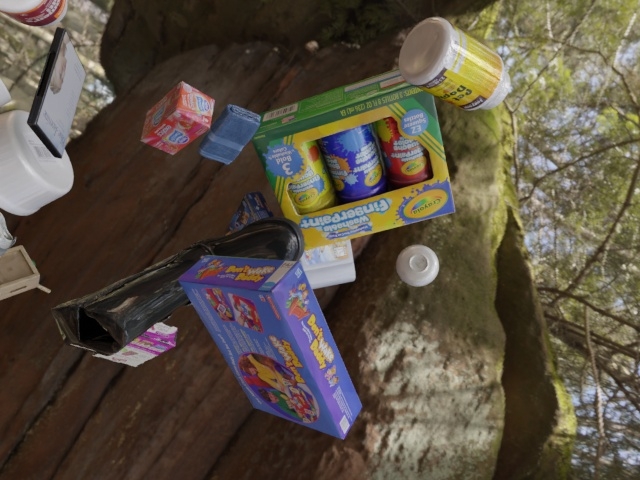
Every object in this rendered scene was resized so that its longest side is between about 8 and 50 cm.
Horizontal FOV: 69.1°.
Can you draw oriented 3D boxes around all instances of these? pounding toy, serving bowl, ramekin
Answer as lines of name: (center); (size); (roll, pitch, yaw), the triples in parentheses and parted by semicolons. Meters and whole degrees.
pounding toy: (-0.867, 0.101, 1.327); (0.130, 0.141, 0.100); (53, -46, 11)
serving bowl: (0.189, 0.046, 0.903); (0.027, 0.083, 0.083); (68, 42, -75)
ramekin: (-0.818, -0.220, 1.281); (0.135, 0.277, 0.277); (-22, -140, 3)

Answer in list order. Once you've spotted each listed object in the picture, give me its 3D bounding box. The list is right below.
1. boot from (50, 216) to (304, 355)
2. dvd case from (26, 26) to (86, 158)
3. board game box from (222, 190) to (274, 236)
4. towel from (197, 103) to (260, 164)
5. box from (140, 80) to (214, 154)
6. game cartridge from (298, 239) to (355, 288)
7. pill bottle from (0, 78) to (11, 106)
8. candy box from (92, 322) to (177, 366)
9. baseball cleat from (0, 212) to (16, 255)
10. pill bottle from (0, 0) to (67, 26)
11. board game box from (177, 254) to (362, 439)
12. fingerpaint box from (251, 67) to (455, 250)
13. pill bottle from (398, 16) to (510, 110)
boot: (-0.286, 0.087, 1.022); (0.367, 0.445, 0.146); (-16, -83, 31)
dvd case: (-0.624, -0.346, 1.111); (0.180, 0.022, 0.253); (131, -33, -71)
board game box: (-0.201, -0.010, 1.348); (0.194, 0.060, 0.194); (-36, -101, 42)
towel: (-0.154, -0.176, 0.777); (0.119, 0.067, 0.029); (-38, -132, 42)
box: (-0.487, -0.407, 1.577); (0.256, 0.128, 0.123); (-18, -120, 42)
game cartridge: (0.000, 0.000, 1.483); (0.062, 0.198, 0.297); (-11, -91, 58)
pill bottle: (-0.761, -0.233, 0.795); (0.361, 0.204, 0.204); (-41, -157, -24)
candy box: (-0.599, 0.326, 1.502); (0.233, 0.159, 0.071); (-30, -133, 29)
baseball cleat: (-0.600, -0.039, 0.746); (0.109, 0.206, 0.072); (-43, -130, 2)
pill bottle: (-0.523, -0.449, 0.820); (0.121, 0.121, 0.221); (-60, -158, 5)
board game box: (-0.086, 0.192, 0.852); (0.233, 0.347, 0.078); (2, -144, 37)
fingerpaint box: (0.093, -0.202, 1.224); (0.444, 0.371, 0.163); (-14, -146, 11)
pill bottle: (0.256, -0.315, 0.861); (0.117, 0.215, 0.117); (-16, -111, 51)
